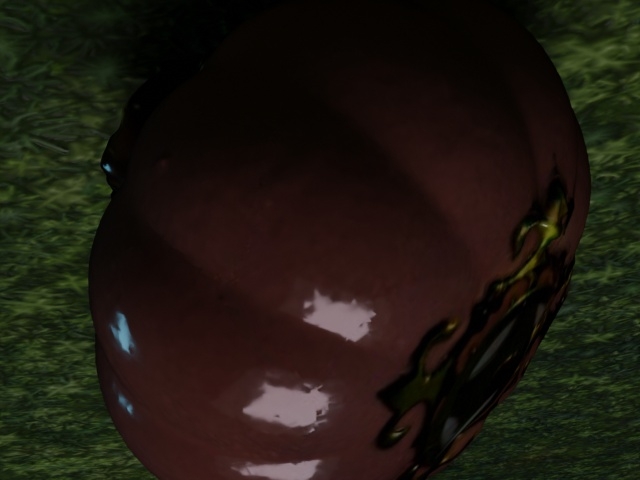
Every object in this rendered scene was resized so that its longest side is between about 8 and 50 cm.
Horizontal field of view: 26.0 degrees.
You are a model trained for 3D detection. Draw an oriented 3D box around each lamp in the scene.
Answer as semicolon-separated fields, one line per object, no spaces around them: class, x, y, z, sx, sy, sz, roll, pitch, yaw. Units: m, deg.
lamp;0.000;0.000;0.736;0.305;0.240;0.305;-40;149;-30
